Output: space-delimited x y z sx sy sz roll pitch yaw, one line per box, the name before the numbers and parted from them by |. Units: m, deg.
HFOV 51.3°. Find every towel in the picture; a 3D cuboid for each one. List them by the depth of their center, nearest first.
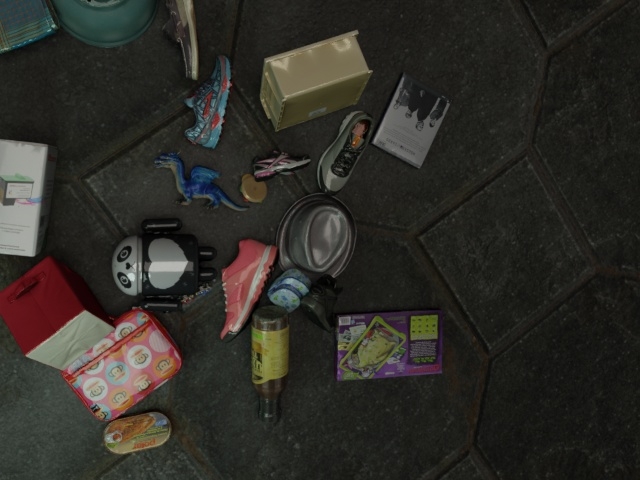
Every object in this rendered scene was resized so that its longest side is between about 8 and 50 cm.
towel | -0.867 -0.591 1.660 0.370 0.040 0.271 -19 99 3

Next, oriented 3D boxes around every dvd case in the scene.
dvd case | 0.276 -0.364 2.031 0.179 0.029 0.239 26 89 -16

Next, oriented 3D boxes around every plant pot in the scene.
plant pot | -0.559 -0.661 1.698 0.293 0.196 0.293 -1 95 -15

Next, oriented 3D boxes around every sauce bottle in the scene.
sauce bottle | -0.146 0.364 1.929 0.111 0.111 0.344 -3 107 -14

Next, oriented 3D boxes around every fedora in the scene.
fedora | 0.000 0.000 1.945 0.243 0.124 0.275 20 90 -15

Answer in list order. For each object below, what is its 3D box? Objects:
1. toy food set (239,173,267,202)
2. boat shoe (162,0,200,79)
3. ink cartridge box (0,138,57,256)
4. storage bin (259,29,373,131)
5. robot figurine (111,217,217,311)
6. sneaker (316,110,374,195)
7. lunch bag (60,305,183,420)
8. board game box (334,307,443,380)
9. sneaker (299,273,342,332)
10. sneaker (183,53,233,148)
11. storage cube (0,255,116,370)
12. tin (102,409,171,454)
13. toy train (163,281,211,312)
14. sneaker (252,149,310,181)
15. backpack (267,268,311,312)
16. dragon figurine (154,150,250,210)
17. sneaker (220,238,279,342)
toy food set | -0.194 -0.148 1.924 0.083 0.020 0.083 18 70 -24
boat shoe | -0.382 -0.575 1.806 0.092 0.103 0.285 -8 94 -9
ink cartridge box | -0.756 -0.111 1.695 0.117 0.201 0.278 7 93 -15
storage bin | -0.019 -0.428 1.835 0.262 0.260 0.123 -21 83 -12
robot figurine | -0.423 0.066 1.812 0.278 0.209 0.174 0 135 -15
sneaker | 0.073 -0.259 1.949 0.100 0.108 0.272 25 90 -17
lunch bag | -0.553 0.320 1.840 0.293 0.120 0.258 -36 98 -8
board game box | 0.213 0.321 2.073 0.346 0.056 0.208 -1 91 -15
sneaker | 0.019 0.185 1.940 0.087 0.227 0.130 28 70 28
sneaker | -0.313 -0.391 1.837 0.125 0.104 0.262 11 92 -13
storage cube | -0.678 0.191 1.714 0.183 0.215 0.193 -39 66 -8
tin | -0.523 0.547 1.906 0.189 0.040 0.106 -8 93 -14
toy train | -0.383 0.165 1.910 0.158 0.027 0.036 -28 105 -10
sneaker | -0.114 -0.231 1.924 0.178 0.072 0.077 -15 81 -21
backpack | -0.086 0.148 1.934 0.105 0.084 0.114 40 119 -15
dragon figurine | -0.325 -0.164 1.864 0.289 0.085 0.144 10 93 -14
sneaker | -0.234 0.139 1.923 0.136 0.116 0.314 25 90 5
